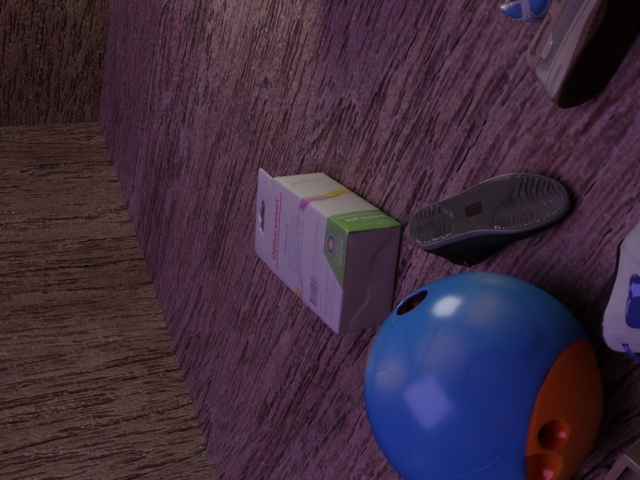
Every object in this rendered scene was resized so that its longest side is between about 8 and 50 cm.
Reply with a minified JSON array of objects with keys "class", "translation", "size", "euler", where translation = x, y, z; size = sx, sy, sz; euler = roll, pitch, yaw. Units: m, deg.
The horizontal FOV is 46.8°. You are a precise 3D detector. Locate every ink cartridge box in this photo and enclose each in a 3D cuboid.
[{"class":"ink cartridge box","translation":[0.000,0.000,1.410],"size":[0.353,0.119,0.207],"euler":[39,131,51]}]

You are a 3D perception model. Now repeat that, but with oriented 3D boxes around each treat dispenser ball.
[{"class":"treat dispenser ball","translation":[0.197,0.183,0.911],"size":[0.288,0.288,0.288],"euler":[26,120,57]}]

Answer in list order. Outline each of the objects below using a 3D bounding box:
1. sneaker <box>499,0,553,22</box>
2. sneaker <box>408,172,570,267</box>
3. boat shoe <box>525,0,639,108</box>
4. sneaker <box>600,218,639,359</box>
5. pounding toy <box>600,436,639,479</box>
[{"class":"sneaker","translation":[0.252,-0.380,0.869],"size":[0.085,0.086,0.237],"euler":[17,112,61]},{"class":"sneaker","translation":[0.243,-0.024,1.010],"size":[0.222,0.118,0.083],"euler":[-13,65,35]},{"class":"boat shoe","translation":[0.303,-0.285,0.781],"size":[0.098,0.109,0.302],"euler":[60,151,33]},{"class":"sneaker","translation":[0.388,0.092,0.724],"size":[0.182,0.127,0.316],"euler":[113,146,-51]},{"class":"pounding toy","translation":[0.375,0.289,0.835],"size":[0.130,0.100,0.141],"euler":[42,137,31]}]
